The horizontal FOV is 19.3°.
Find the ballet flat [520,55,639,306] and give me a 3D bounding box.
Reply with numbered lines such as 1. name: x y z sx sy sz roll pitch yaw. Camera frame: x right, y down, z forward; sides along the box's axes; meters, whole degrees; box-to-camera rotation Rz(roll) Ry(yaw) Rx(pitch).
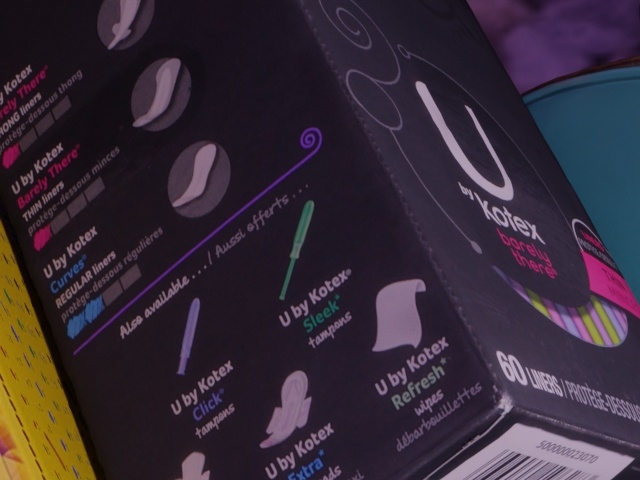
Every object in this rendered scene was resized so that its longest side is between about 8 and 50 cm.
1. ballet flat: 0.197 -0.028 0.691 0.342 0.124 0.116 -17 77 45

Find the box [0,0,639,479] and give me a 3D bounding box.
1. box: 0.000 0.000 0.670 0.143 0.165 0.270 -39 57 21

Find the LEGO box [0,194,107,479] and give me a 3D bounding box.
1. LEGO box: -0.281 0.063 0.621 0.372 0.193 0.500 -26 80 -1
